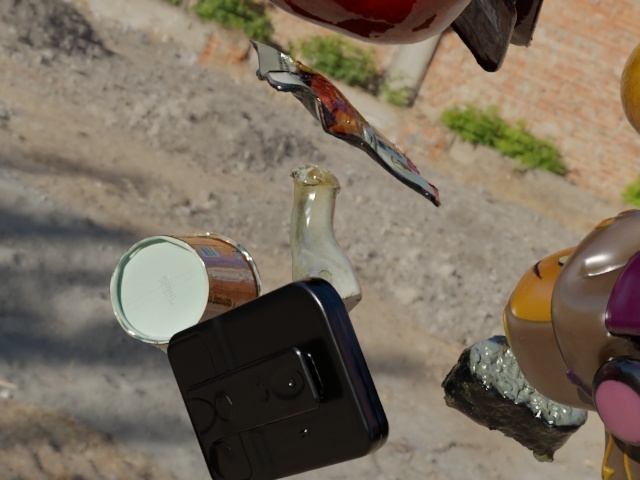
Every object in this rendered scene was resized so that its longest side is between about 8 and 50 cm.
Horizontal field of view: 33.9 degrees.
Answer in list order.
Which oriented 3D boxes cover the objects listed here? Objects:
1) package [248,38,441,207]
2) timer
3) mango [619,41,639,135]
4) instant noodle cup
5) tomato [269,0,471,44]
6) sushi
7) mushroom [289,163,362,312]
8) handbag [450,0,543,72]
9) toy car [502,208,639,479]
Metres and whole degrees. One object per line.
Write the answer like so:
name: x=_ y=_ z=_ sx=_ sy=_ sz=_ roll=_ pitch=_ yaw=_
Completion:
package: x=0.026 y=-0.126 z=1.072 sx=0.232 sy=0.040 sz=0.166 roll=34 pitch=14 yaw=-21
timer: x=-0.042 y=0.119 z=0.838 sx=0.055 sy=0.187 sz=0.144 roll=-13 pitch=80 yaw=-49
mango: x=0.534 y=-0.186 z=1.399 sx=0.160 sy=0.191 sz=0.290 roll=-38 pitch=28 yaw=-23
instant noodle cup: x=-0.230 y=0.088 z=1.734 sx=0.230 sy=0.230 sz=0.182 roll=27 pitch=1 yaw=16
tomato: x=0.055 y=-0.377 z=1.141 sx=0.293 sy=0.290 sz=0.325 roll=24 pitch=-32 yaw=-27
sushi: x=0.294 y=0.227 z=1.589 sx=0.212 sy=0.115 sz=0.147 roll=24 pitch=50 yaw=-9
mushroom: x=-0.002 y=0.001 z=1.418 sx=0.081 sy=0.092 sz=0.223 roll=8 pitch=61 yaw=-30
handbag: x=0.203 y=-0.395 z=1.510 sx=0.275 sy=0.084 sz=0.260 roll=52 pitch=-4 yaw=13
toy car: x=0.317 y=0.137 z=0.959 sx=0.271 sy=0.341 sz=0.240 roll=-24 pitch=10 yaw=-31
